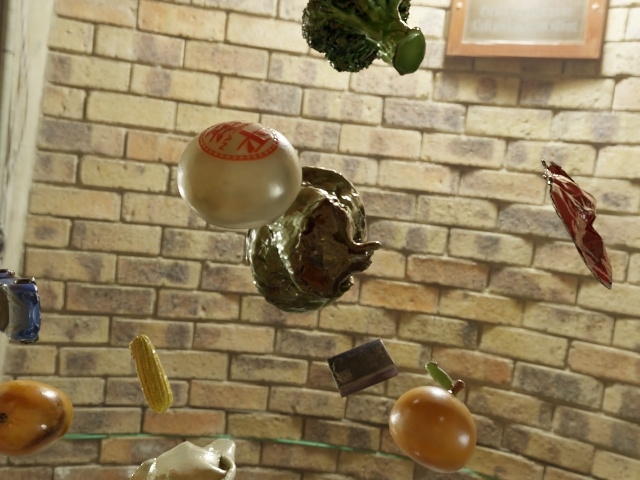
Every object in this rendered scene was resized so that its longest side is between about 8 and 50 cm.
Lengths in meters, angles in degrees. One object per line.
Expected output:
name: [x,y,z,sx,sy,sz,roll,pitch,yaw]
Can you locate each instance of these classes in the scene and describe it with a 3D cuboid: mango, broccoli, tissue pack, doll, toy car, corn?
mango: [-0.473,0.279,0.916,0.145,0.112,0.219,12,-21,-31]
broccoli: [0.109,-0.475,1.202,0.297,0.297,0.297,2,37,-44]
tissue pack: [0.104,0.317,1.457,0.156,0.051,0.112,-21,34,-5]
doll: [0.282,0.423,1.403,0.213,0.236,0.213,29,-12,7]
toy car: [-0.503,0.104,0.932,0.063,0.103,0.216,-5,7,-41]
corn: [-0.428,0.339,1.471,0.067,0.206,0.067,-23,-6,-3]

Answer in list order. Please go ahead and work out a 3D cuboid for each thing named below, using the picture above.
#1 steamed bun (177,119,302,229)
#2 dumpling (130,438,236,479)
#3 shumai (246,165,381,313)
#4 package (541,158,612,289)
steamed bun: [-0.149,-0.138,1.070,0.232,0.145,0.232,1,46,-1]
dumpling: [-0.281,0.556,1.332,0.318,0.187,0.243,-12,13,37]
shumai: [0.000,0.000,1.443,0.324,0.397,0.323,20,-5,-17]
package: [0.469,-0.050,1.066,0.194,0.071,0.269,42,28,-9]
